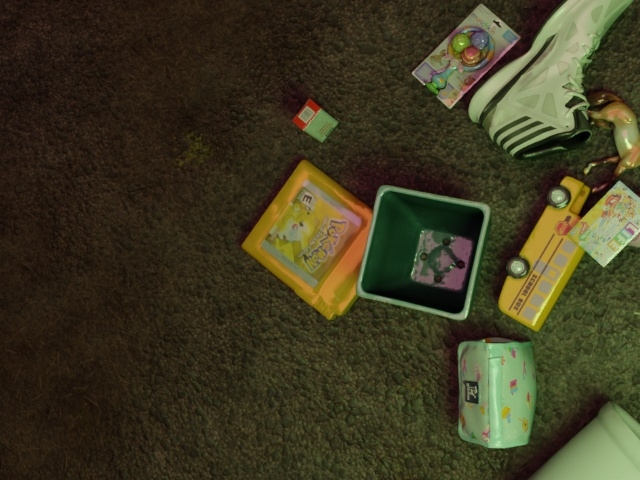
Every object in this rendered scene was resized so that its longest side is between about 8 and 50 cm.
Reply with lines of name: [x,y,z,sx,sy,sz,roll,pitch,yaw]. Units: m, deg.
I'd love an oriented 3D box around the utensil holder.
utensil holder: [0.556,0.571,1.585,0.385,0.327,0.327,-46,72,12]

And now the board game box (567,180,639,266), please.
board game box: [0.611,-0.034,1.666,0.103,0.026,0.154,45,104,17]

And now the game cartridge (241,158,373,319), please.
game cartridge: [0.000,0.000,1.982,0.323,0.052,0.285,38,97,20]

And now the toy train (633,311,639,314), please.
toy train: [0.769,0.111,1.577,0.248,0.105,0.143,15,96,15]

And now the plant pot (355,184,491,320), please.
plant pot: [0.253,0.035,1.783,0.247,0.252,0.248,12,88,21]

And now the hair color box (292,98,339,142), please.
hair color box: [-0.011,-0.295,1.971,0.043,0.141,0.072,43,98,19]

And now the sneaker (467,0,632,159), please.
sneaker: [0.563,-0.352,1.744,0.447,0.169,0.257,-46,59,19]

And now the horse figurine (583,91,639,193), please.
horse figurine: [0.656,-0.227,1.773,0.174,0.066,0.263,-23,80,23]

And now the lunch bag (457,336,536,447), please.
lunch bag: [0.377,0.320,1.702,0.160,0.262,0.224,-1,85,19]

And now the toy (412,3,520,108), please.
toy: [0.346,-0.450,1.910,0.237,0.056,0.137,-46,73,9]

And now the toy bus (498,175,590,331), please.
toy bus: [0.511,0.028,1.770,0.130,0.108,0.333,31,94,19]

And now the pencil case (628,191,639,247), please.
pencil case: [0.748,-0.019,1.691,0.284,0.124,0.124,18,90,19]
